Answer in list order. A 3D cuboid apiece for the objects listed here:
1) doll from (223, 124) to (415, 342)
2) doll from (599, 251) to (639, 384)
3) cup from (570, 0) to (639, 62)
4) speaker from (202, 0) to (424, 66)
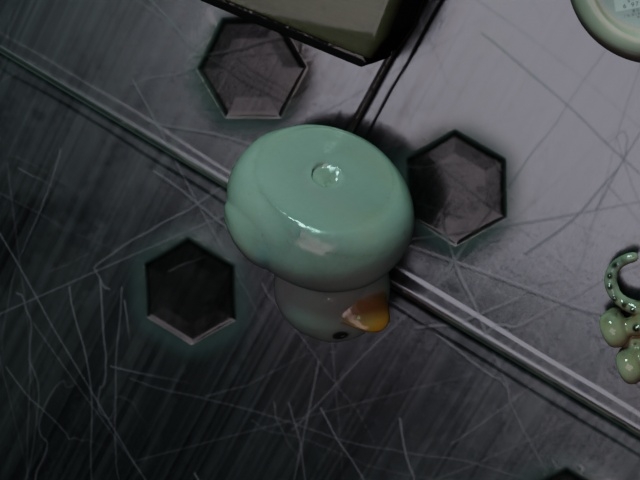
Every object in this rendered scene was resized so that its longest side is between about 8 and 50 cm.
[{"bbox_3d":[0.000,0.000,1.748,0.221,0.221,0.251,-50,63,18],"label":"doll"},{"bbox_3d":[0.435,0.068,1.669,0.278,0.119,0.154,-14,96,27],"label":"doll"},{"bbox_3d":[0.314,-0.281,1.582,0.253,0.200,0.191,20,105,12],"label":"cup"},{"bbox_3d":[0.001,-0.314,1.687,0.231,0.153,0.192,24,105,10],"label":"speaker"}]
